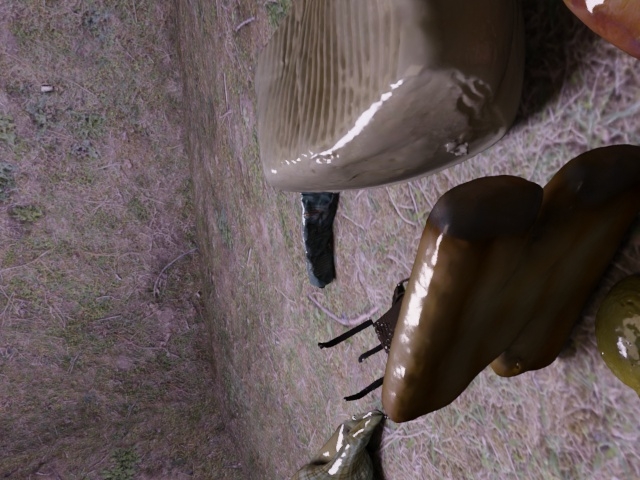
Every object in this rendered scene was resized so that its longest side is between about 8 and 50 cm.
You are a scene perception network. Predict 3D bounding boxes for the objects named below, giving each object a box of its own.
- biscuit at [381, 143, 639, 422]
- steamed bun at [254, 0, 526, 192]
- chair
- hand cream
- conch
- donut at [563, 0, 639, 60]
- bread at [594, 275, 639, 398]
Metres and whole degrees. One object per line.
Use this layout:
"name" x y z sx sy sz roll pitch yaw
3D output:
"biscuit" 0.175 0.049 0.532 0.062 0.237 0.290 54 150 42
"steamed bun" 0.085 -0.191 0.634 0.383 0.236 0.246 -27 66 61
"chair" 0.125 0.174 0.922 0.213 0.149 0.174 -42 49 17
"hand cream" 0.001 0.000 1.150 0.052 0.075 0.247 46 145 44
"conch" 0.048 0.511 1.219 0.386 0.170 0.203 -47 18 17
"donut" 0.258 -0.223 0.293 0.299 0.150 0.317 152 103 -68
"bread" 0.293 0.072 0.490 0.149 0.065 0.187 -155 53 -69
